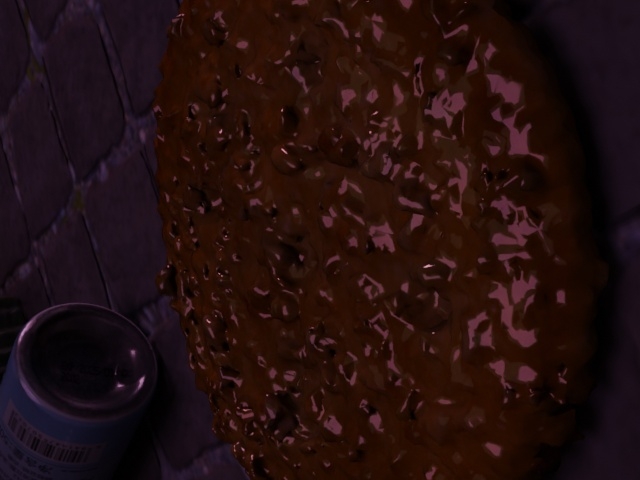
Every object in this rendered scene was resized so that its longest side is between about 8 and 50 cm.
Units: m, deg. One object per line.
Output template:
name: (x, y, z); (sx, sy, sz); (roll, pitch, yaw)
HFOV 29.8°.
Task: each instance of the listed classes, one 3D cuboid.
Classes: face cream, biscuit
face cream: (-0.155, 0.129, 0.669); (0.075, 0.075, 0.229); (60, 140, 27)
biscuit: (0.000, 0.000, 0.446); (0.254, 0.035, 0.253); (20, 115, 52)

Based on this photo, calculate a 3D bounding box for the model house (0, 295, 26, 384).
model house: (-0.269, 0.109, 0.732); (0.172, 0.183, 0.166); (-20, 82, 56)
